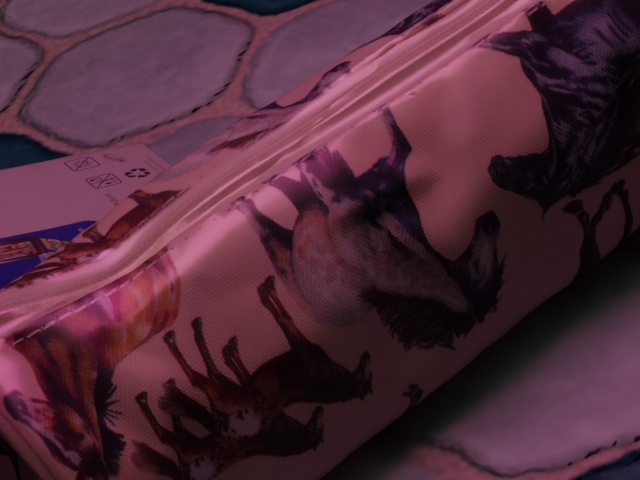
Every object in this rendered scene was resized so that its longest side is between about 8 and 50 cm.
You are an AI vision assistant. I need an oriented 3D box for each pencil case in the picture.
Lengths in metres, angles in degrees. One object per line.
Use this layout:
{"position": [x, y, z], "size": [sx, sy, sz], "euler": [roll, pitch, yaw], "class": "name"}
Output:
{"position": [0.000, 0.000, 0.856], "size": [0.410, 0.183, 0.160], "euler": [-35, 35, -17], "class": "pencil case"}

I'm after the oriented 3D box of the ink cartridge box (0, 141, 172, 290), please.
{"position": [-0.207, 0.029, 0.940], "size": [0.333, 0.065, 0.165], "euler": [-12, 28, -27], "class": "ink cartridge box"}
